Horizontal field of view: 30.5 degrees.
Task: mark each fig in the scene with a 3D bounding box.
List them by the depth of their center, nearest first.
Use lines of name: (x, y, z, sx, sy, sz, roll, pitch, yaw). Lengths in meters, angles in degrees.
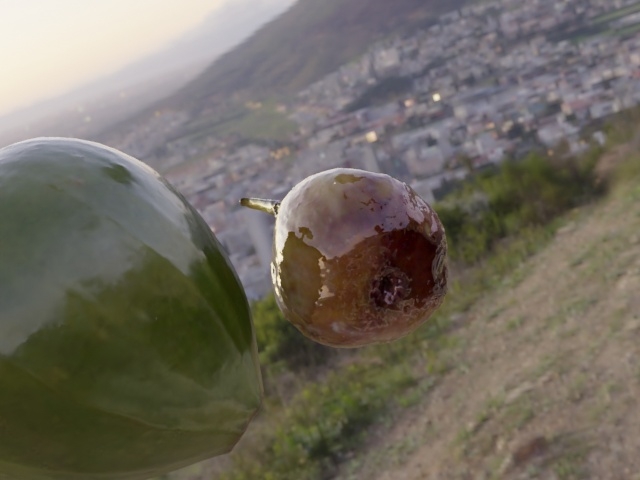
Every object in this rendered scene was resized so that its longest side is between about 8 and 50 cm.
fig: (-0.195, 0.076, 0.962, 0.316, 0.316, 0.316, -19, 11, 4)
fig: (0.000, 0.000, 1.068, 0.159, 0.159, 0.257, -25, 31, -27)
